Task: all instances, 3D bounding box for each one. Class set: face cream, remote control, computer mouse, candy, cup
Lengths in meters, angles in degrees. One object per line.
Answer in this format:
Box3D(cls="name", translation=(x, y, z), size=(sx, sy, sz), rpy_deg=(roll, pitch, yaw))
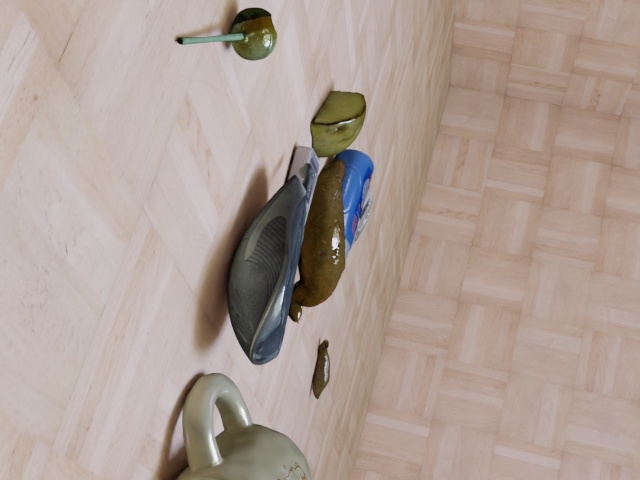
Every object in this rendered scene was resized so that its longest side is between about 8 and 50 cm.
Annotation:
Box3D(cls="face cream", translation=(0.034, -0.047, 1.821), size=(0.149, 0.083, 0.263), rpy_deg=(88, 18, -65))
Box3D(cls="remote control", translation=(-0.049, -0.028, 1.542), size=(0.103, 0.034, 0.250), rpy_deg=(62, 40, -74))
Box3D(cls="computer mouse", translation=(-0.072, 0.011, 1.340), size=(0.167, 0.090, 0.379), rpy_deg=(99, 3, -46))
Box3D(cls="candy", translation=(-0.104, -0.225, 1.024), size=(0.202, 0.061, 0.061), rpy_deg=(-31, 133, -64))
Box3D(cls="cup", translation=(-0.136, 0.323, 1.269), size=(0.173, 0.255, 0.202), rpy_deg=(-37, 180, 18))
Box3D(cls="remote control", translation=(0.076, -0.051, 2.124), size=(0.230, 0.049, 0.090), rpy_deg=(-56, 155, -63))

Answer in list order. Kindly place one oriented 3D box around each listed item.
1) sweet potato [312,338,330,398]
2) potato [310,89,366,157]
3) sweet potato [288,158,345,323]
Box3D(cls="sweet potato", translation=(0.005, 0.300, 2.190), size=(0.041, 0.038, 0.153), rpy_deg=(-127, -137, -73))
Box3D(cls="potato", translation=(0.036, -0.188, 1.685), size=(0.149, 0.081, 0.120), rpy_deg=(-63, 160, -54))
Box3D(cls="sweet potato", translation=(0.000, 0.002, 1.673), size=(0.124, 0.098, 0.309), rpy_deg=(-156, -105, -79))
